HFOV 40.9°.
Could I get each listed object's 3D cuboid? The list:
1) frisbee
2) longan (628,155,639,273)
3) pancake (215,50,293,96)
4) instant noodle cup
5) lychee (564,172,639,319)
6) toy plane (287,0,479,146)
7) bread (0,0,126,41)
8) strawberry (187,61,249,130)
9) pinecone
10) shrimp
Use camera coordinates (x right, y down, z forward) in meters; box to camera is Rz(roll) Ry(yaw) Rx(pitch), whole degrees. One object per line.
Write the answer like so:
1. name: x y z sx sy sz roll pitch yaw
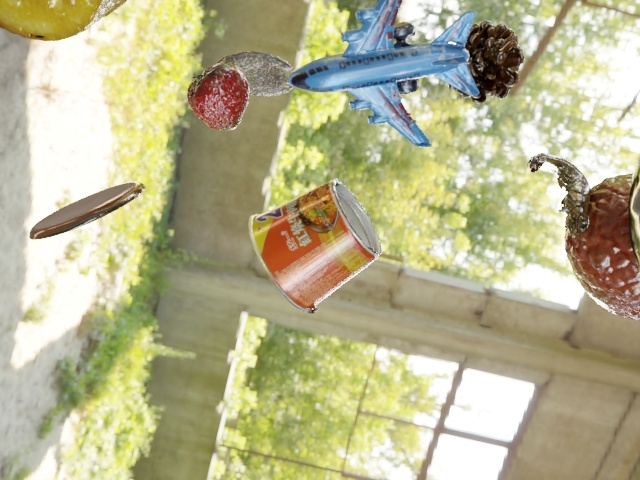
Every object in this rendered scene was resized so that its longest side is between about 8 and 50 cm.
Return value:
1. frisbee: -0.473 -0.064 1.735 0.251 0.251 0.021 -85 154 -72
2. longan: 0.592 -0.034 1.081 0.391 0.391 0.391 -167 -90 -87
3. pancake: -0.153 -0.391 2.023 0.199 0.199 0.021 110 -16 -68
4. instant noodle cup: 0.000 0.000 1.550 0.174 0.213 0.213 -31 -161 16
5. lychee: 0.551 0.012 1.452 0.255 0.300 0.255 -178 -90 -75
6. toy plane: 0.089 -0.252 1.230 0.105 0.271 0.254 -80 164 -64
7. bread: -0.576 -0.595 1.744 0.398 0.398 0.215 106 -1 -45
8. strawberry: -0.152 -0.221 1.321 0.106 0.106 0.106 -167 -90 -87
9. pinecone: 0.358 -0.384 1.851 0.195 0.150 0.179 -18 122 -84
10. shrimp: 0.382 -0.083 1.368 0.034 0.124 0.178 -47 -166 44
